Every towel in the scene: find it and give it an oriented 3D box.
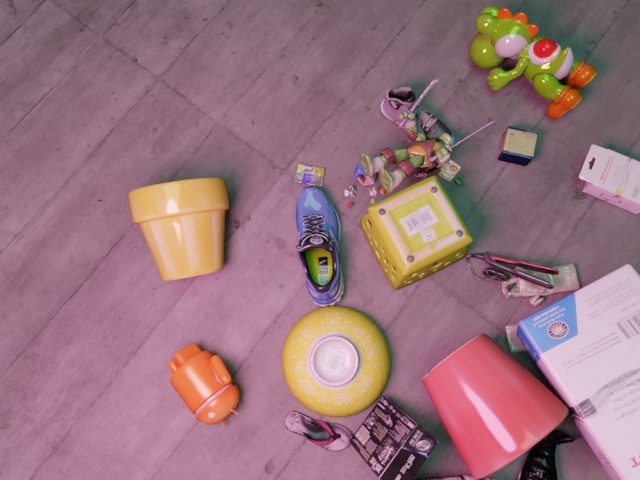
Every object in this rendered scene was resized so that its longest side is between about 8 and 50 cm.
[{"bbox_3d":[-0.030,-0.189,1.441,0.083,0.009,0.060,12,79,6],"label":"towel"}]

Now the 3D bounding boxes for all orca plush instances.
[{"bbox_3d":[0.540,0.597,1.184,0.151,0.102,0.287,31,80,9],"label":"orca plush"}]

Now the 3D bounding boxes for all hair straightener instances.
[{"bbox_3d":[0.489,0.086,1.302,0.230,0.047,0.089,17,76,26],"label":"hair straightener"}]

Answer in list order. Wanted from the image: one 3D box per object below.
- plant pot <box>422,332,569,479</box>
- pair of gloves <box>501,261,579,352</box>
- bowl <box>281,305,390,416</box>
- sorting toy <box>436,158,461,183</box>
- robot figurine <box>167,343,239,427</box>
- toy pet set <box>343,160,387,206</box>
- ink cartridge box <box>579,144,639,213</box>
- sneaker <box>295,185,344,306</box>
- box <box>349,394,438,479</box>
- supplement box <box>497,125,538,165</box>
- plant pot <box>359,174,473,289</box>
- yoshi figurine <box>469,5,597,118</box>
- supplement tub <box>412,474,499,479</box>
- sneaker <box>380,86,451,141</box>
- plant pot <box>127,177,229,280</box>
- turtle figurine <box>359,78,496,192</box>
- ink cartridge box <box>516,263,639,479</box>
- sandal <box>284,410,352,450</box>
[{"bbox_3d":[0.390,0.372,1.174,0.274,0.275,0.243,-34,67,-5],"label":"plant pot"},{"bbox_3d":[0.585,0.173,1.310,0.204,0.042,0.240,0,76,3],"label":"pair of gloves"},{"bbox_3d":[0.036,0.301,1.252,0.289,0.156,0.290,-1,78,3],"label":"bowl"},{"bbox_3d":[0.373,-0.197,1.419,0.083,0.012,0.062,38,82,11],"label":"sorting toy"},{"bbox_3d":[-0.292,0.369,1.267,0.158,0.128,0.219,-39,78,-6],"label":"robot figurine"},{"bbox_3d":[0.121,-0.160,1.374,0.122,0.065,0.114,-6,54,36],"label":"toy pet set"},{"bbox_3d":[0.804,-0.168,1.362,0.198,0.067,0.115,26,79,7],"label":"ink cartridge box"},{"bbox_3d":[0.000,0.000,1.323,0.129,0.147,0.330,-11,71,0],"label":"sneaker"},{"bbox_3d":[0.169,0.478,1.185,0.077,0.180,0.147,41,81,-17],"label":"box"},{"bbox_3d":[0.553,-0.265,1.402,0.083,0.056,0.083,14,79,6],"label":"supplement box"},{"bbox_3d":[0.246,-0.025,1.289,0.228,0.207,0.227,-26,78,-2],"label":"plant pot"},{"bbox_3d":[0.576,-0.511,1.427,0.362,0.204,0.203,37,122,-4],"label":"yoshi figurine"},{"bbox_3d":[0.284,0.646,1.142,0.272,0.191,0.191,-5,77,2],"label":"supplement tub"},{"bbox_3d":[0.269,-0.353,1.399,0.228,0.132,0.086,32,81,10],"label":"sneaker"},{"bbox_3d":[-0.354,-0.027,1.314,0.253,0.254,0.239,-10,92,1],"label":"plant pot"},{"bbox_3d":[0.246,-0.262,1.295,0.266,0.275,0.198,-31,81,-15],"label":"turtle figurine"},{"bbox_3d":[0.679,0.302,1.121,0.285,0.166,0.395,-29,63,6],"label":"ink cartridge box"},{"bbox_3d":[-0.008,0.488,1.270,0.179,0.040,0.067,17,79,7],"label":"sandal"}]
